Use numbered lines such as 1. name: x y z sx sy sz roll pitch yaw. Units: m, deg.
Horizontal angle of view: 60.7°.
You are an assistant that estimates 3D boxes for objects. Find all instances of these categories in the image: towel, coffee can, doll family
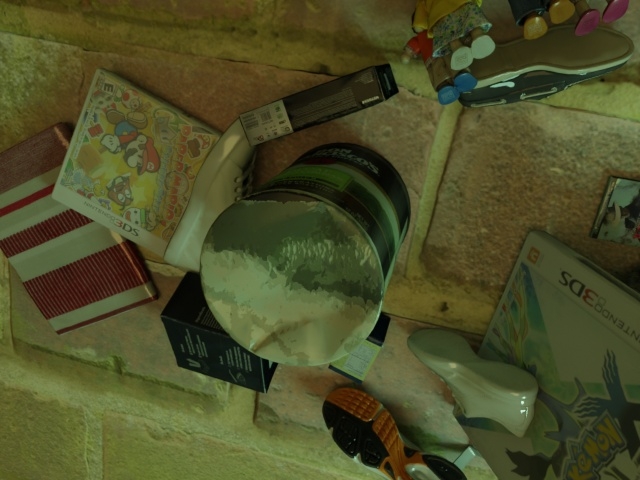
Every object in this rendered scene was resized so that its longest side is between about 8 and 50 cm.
1. towel: -0.444 -0.009 0.939 0.237 0.037 0.328 -20 105 19
2. coffee can: 0.000 0.000 0.687 0.202 0.275 0.201 5 111 13
3. doll family: 0.193 -0.286 0.600 0.263 0.118 0.163 -23 64 21

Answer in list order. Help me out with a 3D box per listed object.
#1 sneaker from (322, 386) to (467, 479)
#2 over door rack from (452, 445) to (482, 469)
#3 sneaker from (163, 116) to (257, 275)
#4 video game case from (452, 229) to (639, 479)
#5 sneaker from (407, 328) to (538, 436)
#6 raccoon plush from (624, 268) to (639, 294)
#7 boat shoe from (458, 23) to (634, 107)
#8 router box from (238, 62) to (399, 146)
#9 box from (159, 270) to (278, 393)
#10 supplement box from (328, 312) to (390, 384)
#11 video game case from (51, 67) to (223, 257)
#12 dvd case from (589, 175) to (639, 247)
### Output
1. sneaker: 0.109 0.348 0.887 0.263 0.099 0.121 37 159 19
2. over door rack: 0.380 0.403 0.789 0.239 0.108 0.324 57 146 -9
3. sneaker: -0.127 -0.049 0.806 0.123 0.106 0.290 32 126 -1
4. video game case: 0.302 0.196 0.682 0.036 0.300 0.328 5 115 -22
5. sneaker: 0.199 0.198 0.764 0.212 0.080 0.094 26 126 53
6. raccoon plush: 0.493 0.235 0.725 0.216 0.299 0.446 -29 133 -3
7. boat shoe: 0.266 -0.208 0.670 0.206 0.075 0.065 -7 150 12
8. router box: 0.003 -0.176 0.700 0.179 0.133 0.046 -14 104 20
9. box: -0.145 0.145 0.849 0.159 0.093 0.155 15 141 9
10. supplement box: 0.060 0.156 0.833 0.056 0.083 0.083 26 113 5
11. video game case: -0.285 -0.113 0.841 0.207 0.026 0.226 29 110 -3
12. dvd case: 0.423 -0.031 0.705 0.120 0.013 0.087 13 112 11
